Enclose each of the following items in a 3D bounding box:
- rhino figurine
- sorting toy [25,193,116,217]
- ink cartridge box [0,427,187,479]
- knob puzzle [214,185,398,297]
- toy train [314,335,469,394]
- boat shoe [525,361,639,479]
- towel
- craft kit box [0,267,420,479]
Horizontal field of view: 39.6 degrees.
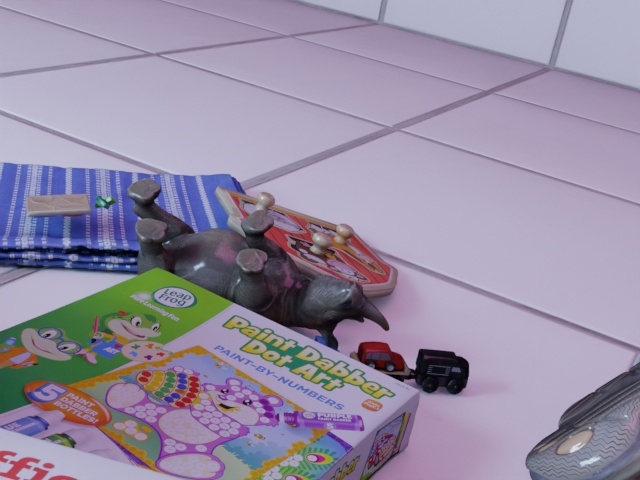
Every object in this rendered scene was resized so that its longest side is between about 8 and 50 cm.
[{"bbox_3d":[-0.054,0.031,0.749,0.243,0.106,0.073,18,54,14],"label":"rhino figurine"},{"bbox_3d":[-0.233,-0.032,0.836,0.083,0.012,0.062,-3,18,-18],"label":"sorting toy"},{"bbox_3d":[-0.120,0.195,0.297,0.201,0.117,0.278,14,22,7],"label":"ink cartridge box"},{"bbox_3d":[0.000,0.000,0.866,0.213,0.030,0.213,24,14,-6],"label":"knob puzzle"},{"bbox_3d":[0.044,0.098,0.708,0.158,0.036,0.027,6,23,-12],"label":"toy train"},{"bbox_3d":[0.236,0.147,0.609,0.116,0.123,0.324,56,29,14],"label":"boat shoe"},{"bbox_3d":[-0.229,-0.035,0.902,0.336,0.040,0.243,4,23,-17],"label":"towel"},{"bbox_3d":[-0.098,0.115,0.586,0.250,0.061,0.246,22,22,25],"label":"craft kit box"}]
